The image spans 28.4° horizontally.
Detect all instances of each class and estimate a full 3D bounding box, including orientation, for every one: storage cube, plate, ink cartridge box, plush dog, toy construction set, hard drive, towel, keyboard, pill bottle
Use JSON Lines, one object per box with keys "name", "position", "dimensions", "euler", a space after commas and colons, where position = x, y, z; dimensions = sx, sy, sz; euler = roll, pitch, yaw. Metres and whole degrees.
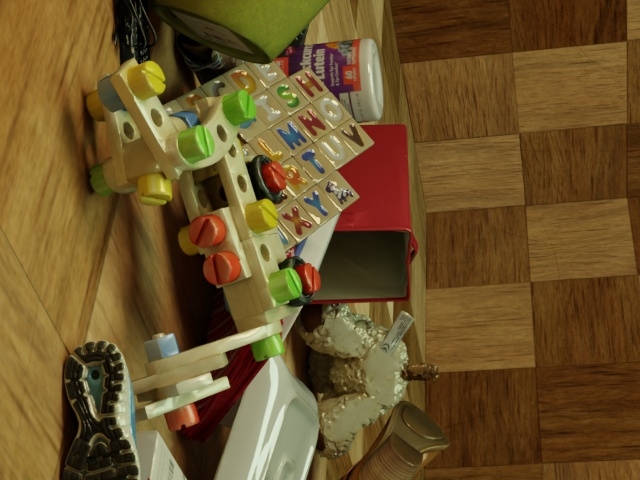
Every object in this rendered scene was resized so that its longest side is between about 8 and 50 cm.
{"name": "storage cube", "position": [0.032, -0.038, 1.817], "dimensions": [0.184, 0.214, 0.193], "euler": [86, 4, -54]}
{"name": "plate", "position": [-0.062, 0.273, 1.387], "dimensions": [0.278, 0.045, 0.277], "euler": [62, 45, -69]}
{"name": "ink cartridge box", "position": [-0.153, 0.241, 1.096], "dimensions": [0.135, 0.056, 0.099], "euler": [73, 17, -50]}
{"name": "plush dog", "position": [0.052, 0.192, 1.991], "dimensions": [0.225, 0.210, 0.263], "euler": [-162, -112, -72]}
{"name": "toy construction set", "position": [-0.108, 0.002, 1.136], "dimensions": [0.215, 0.151, 0.328], "euler": [-15, 101, -65]}
{"name": "hard drive", "position": [-0.046, 0.065, 1.526], "dimensions": [0.210, 0.040, 0.319], "euler": [-61, -178, 21]}
{"name": "towel", "position": [-0.080, 0.064, 1.361], "dimensions": [0.199, 0.031, 0.275], "euler": [-52, -160, 39]}
{"name": "keyboard", "position": [-0.172, -0.207, 1.236], "dimensions": [0.100, 0.038, 0.192], "euler": [22, 63, -79]}
{"name": "pill bottle", "position": [-0.021, -0.199, 1.632], "dimensions": [0.108, 0.193, 0.108], "euler": [-5, 90, -80]}

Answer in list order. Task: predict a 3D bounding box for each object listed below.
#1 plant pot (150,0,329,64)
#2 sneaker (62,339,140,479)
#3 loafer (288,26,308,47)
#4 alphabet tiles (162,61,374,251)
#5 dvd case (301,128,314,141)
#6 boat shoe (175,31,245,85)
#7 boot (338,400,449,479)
{"name": "plant pot", "position": [-0.052, -0.341, 1.296], "dimensions": [0.275, 0.274, 0.294], "euler": [43, 69, -75]}
{"name": "sneaker", "position": [-0.169, 0.166, 1.027], "dimensions": [0.073, 0.063, 0.162], "euler": [64, 24, -73]}
{"name": "loafer", "position": [-0.062, -0.290, 1.824], "dimensions": [0.078, 0.080, 0.220], "euler": [-137, -131, -71]}
{"name": "alphabet tiles", "position": [-0.044, -0.104, 1.359], "dimensions": [0.198, 0.009, 0.237], "euler": [49, 45, 4]}
{"name": "dvd case", "position": [-0.053, -0.068, 1.538], "dimensions": [0.022, 0.180, 0.253], "euler": [45, 11, 3]}
{"name": "boat shoe", "position": [-0.132, -0.221, 1.419], "dimensions": [0.066, 0.066, 0.183], "euler": [-69, 143, -57]}
{"name": "boot", "position": [0.090, 0.378, 1.975], "dimensions": [0.220, 0.109, 0.283], "euler": [-52, 178, 17]}
